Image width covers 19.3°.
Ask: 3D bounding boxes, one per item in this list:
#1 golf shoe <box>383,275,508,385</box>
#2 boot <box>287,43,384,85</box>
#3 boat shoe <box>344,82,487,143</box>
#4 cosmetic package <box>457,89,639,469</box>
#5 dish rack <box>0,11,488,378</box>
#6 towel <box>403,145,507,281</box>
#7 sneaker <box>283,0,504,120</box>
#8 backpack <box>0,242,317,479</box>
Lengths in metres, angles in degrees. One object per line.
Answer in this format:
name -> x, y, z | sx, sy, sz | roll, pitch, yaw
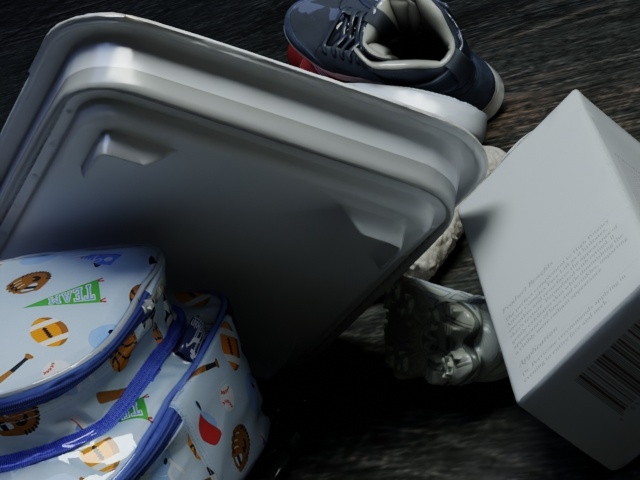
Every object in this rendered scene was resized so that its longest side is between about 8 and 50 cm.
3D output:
golf shoe -> 0.096, 0.063, 1.245 | 0.086, 0.069, 0.176 | 1, 9, -18
boot -> -0.027, -0.136, 1.836 | 0.176, 0.088, 0.244 | -29, 24, -11
boat shoe -> 0.002, -0.080, 1.654 | 0.302, 0.094, 0.109 | 2, -12, 28
cosmetic package -> 0.163, 0.018, 1.119 | 0.117, 0.085, 0.231 | -45, 23, 20
dish rack -> -0.076, -0.006, 1.221 | 0.333, 0.285, 0.072 | 133, 150, -58
towel -> 0.000, 0.000, 1.510 | 0.282, 0.049, 0.187 | -9, 25, 33
sneaker -> 0.042, -0.185, 1.658 | 0.226, 0.163, 0.086 | 24, 88, 26
backpack -> -0.174, 0.135, 1.146 | 0.276, 0.213, 0.263 | -12, 33, 21
